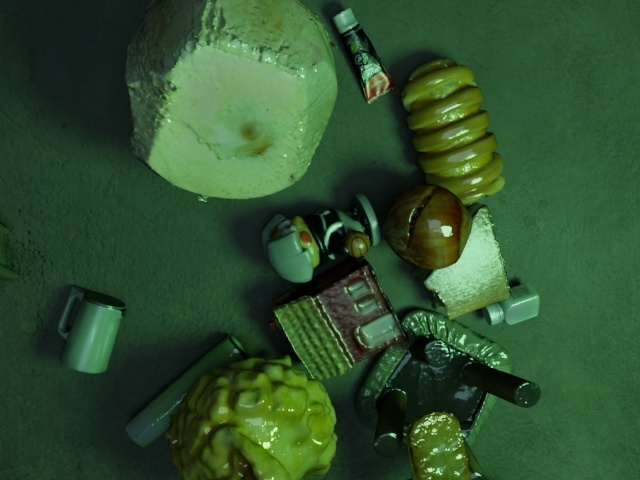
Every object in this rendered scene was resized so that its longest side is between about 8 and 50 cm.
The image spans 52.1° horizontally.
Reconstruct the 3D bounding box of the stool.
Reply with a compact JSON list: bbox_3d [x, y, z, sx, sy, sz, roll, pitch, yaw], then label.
[{"bbox_3d":[0.272,0.348,1.418,0.310,0.226,0.310,26,97,-10],"label":"stool"}]

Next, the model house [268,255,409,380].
[{"bbox_3d":[0.029,0.170,1.391,0.254,0.160,0.196,-27,101,5],"label":"model house"}]

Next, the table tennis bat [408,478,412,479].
[{"bbox_3d":[0.224,0.683,1.566,0.150,0.027,0.236,4,97,-8],"label":"table tennis bat"}]

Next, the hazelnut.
[{"bbox_3d":[0.216,-0.035,1.326,0.182,0.182,0.182,-1,99,-7],"label":"hazelnut"}]

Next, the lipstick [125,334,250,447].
[{"bbox_3d":[-0.283,0.324,1.417,0.304,0.076,0.076,-41,102,1],"label":"lipstick"}]

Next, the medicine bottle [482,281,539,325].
[{"bbox_3d":[0.430,0.150,1.480,0.118,0.055,0.074,-20,135,-4],"label":"medicine bottle"}]

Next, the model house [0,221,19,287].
[{"bbox_3d":[-0.733,0.016,1.290,0.229,0.122,0.188,-12,88,-20],"label":"model house"}]

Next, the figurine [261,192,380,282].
[{"bbox_3d":[0.000,0.000,1.355,0.236,0.176,0.133,-19,116,-8],"label":"figurine"}]

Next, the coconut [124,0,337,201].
[{"bbox_3d":[-0.159,-0.301,1.199,0.404,0.404,0.405,-1,99,-7],"label":"coconut"}]

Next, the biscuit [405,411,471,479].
[{"bbox_3d":[0.238,0.457,1.306,0.118,0.029,0.247,-13,100,-11],"label":"biscuit"}]

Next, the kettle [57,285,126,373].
[{"bbox_3d":[-0.479,0.185,1.369,0.098,0.127,0.148,15,95,-42],"label":"kettle"}]

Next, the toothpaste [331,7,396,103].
[{"bbox_3d":[0.089,-0.389,1.368,0.071,0.045,0.193,-29,107,-2],"label":"toothpaste"}]

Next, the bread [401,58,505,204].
[{"bbox_3d":[0.277,-0.225,1.377,0.172,0.121,0.311,-22,102,-1],"label":"bread"}]

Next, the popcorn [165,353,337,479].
[{"bbox_3d":[-0.120,0.410,1.294,0.348,0.382,0.349,-8,141,-7],"label":"popcorn"}]

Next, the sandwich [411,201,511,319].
[{"bbox_3d":[0.294,0.045,1.428,0.186,0.108,0.220,-18,103,-5],"label":"sandwich"}]
